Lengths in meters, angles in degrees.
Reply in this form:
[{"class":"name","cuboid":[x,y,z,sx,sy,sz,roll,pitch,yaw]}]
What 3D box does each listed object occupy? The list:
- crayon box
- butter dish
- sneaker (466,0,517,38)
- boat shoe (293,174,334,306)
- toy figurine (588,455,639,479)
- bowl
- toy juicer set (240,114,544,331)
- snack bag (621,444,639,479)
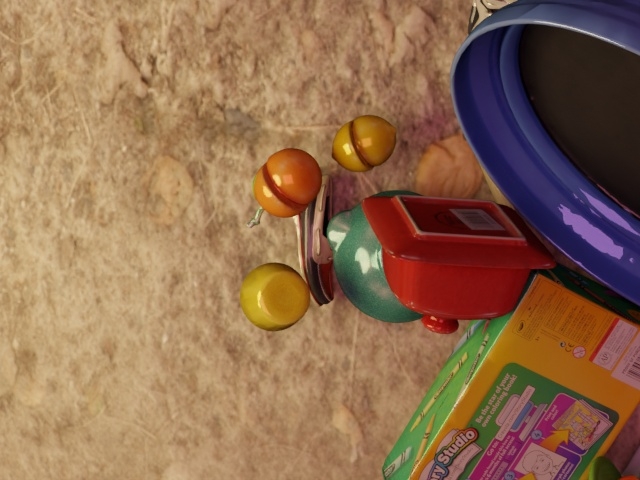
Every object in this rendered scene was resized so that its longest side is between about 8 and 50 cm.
[{"class":"crayon box","cuboid":[0.201,0.165,1.322,0.165,0.081,0.278,26,106,-14]},{"class":"butter dish","cuboid":[0.120,0.031,1.255,0.160,0.160,0.118,2,111,-11]},{"class":"sneaker","cuboid":[0.182,-0.222,1.256,0.094,0.153,0.235,15,102,12]},{"class":"boat shoe","cuboid":[0.000,0.000,1.392,0.043,0.049,0.137,-9,92,13]},{"class":"toy figurine","cuboid":[0.342,0.258,1.224,0.159,0.173,0.130,-19,118,25]},{"class":"bowl","cuboid":[0.288,-0.066,1.147,0.391,0.391,0.077,39,73,5]},{"class":"toy juicer set","cuboid":[0.080,-0.021,1.354,0.329,0.089,0.209,-3,89,-11]},{"class":"snack bag","cuboid":[0.415,0.310,1.259,0.342,0.037,0.323,40,107,39]}]
